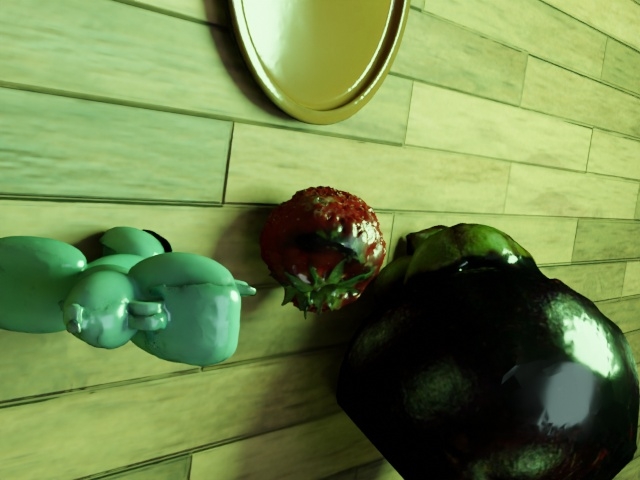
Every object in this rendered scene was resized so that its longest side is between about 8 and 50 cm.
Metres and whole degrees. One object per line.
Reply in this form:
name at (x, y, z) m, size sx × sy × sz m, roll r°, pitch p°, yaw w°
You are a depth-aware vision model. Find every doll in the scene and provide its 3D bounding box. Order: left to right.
doll at (-0.108, 0.029, 0.545) m, size 0.159 × 0.158 × 0.059 m, roll -7°, pitch 103°, yaw -61°

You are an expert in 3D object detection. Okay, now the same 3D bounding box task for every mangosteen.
mangosteen at (0.135, 0.118, 0.873) m, size 0.233 × 0.287 × 0.287 m, roll -44°, pitch 141°, yaw 1°

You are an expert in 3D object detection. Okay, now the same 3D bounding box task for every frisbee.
frisbee at (0.004, -0.214, 0.756) m, size 0.251 × 0.021 × 0.251 m, roll -21°, pitch 116°, yaw -50°

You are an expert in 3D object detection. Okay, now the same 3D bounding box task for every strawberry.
strawberry at (0.001, 0.000, 0.757) m, size 0.106 × 0.106 × 0.106 m, roll -22°, pitch 117°, yaw -51°
